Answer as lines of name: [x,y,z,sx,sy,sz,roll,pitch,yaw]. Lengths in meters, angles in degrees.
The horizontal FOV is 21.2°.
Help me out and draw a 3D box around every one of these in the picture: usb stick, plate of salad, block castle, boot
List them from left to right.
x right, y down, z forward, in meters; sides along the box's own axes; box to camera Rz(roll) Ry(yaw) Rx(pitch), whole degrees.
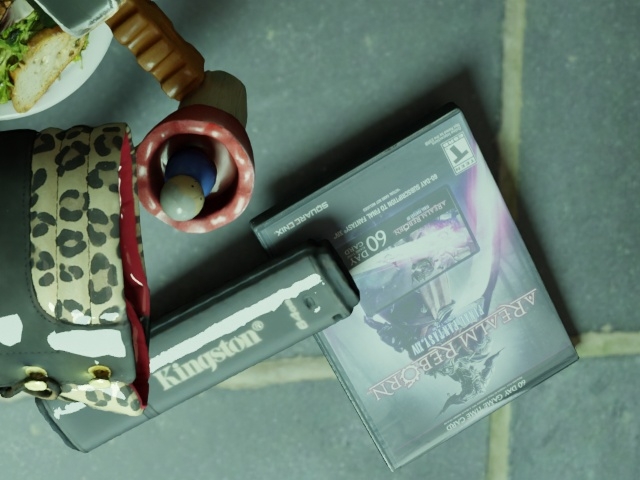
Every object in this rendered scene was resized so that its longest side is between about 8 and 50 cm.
block castle: [-0.286,-0.135,1.181,0.303,0.213,0.453,-35,109,17]
boot: [-0.252,0.094,1.078,0.284,0.138,0.377,-2,96,0]
plate of salad: [-0.252,-0.188,1.307,0.199,0.048,0.200,-3,106,-12]
usb stick: [-0.101,0.087,1.388,0.278,0.045,0.077,-28,110,10]

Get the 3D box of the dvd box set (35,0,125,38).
dvd box set: [-0.152,-0.376,1.133,0.307,0.062,0.420,47,49,-19]

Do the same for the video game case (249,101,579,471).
video game case: [0.085,0.044,1.446,0.196,0.026,0.274,-31,116,-4]
